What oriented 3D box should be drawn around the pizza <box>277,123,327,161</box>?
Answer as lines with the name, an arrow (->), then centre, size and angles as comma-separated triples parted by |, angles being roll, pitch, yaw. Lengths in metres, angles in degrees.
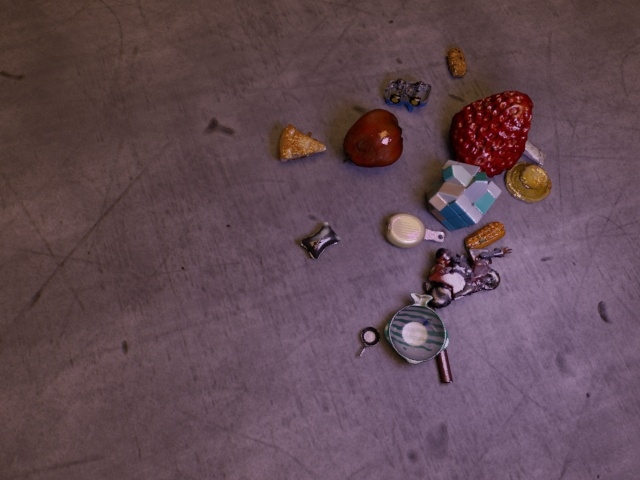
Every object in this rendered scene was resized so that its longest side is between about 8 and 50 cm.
pizza -> -0.071, -0.373, 1.831 | 0.194, 0.069, 0.154 | 8, 72, -9

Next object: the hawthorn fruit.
hawthorn fruit -> 0.190, -0.377, 1.780 | 0.261, 0.224, 0.224 | -26, 76, 1

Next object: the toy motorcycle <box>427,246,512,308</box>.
toy motorcycle -> 0.557, 0.099, 1.693 | 0.401, 0.134, 0.207 | -17, 80, -8

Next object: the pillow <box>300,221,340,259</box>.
pillow -> 0.000, 0.001, 1.723 | 0.136, 0.055, 0.091 | -38, 59, -17

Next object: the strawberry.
strawberry -> 0.655, -0.424, 1.754 | 0.296, 0.345, 0.317 | 27, 73, 3

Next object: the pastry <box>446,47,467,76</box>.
pastry -> 0.594, -0.780, 2.015 | 0.080, 0.056, 0.140 | -7, 70, -18

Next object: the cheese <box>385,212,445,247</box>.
cheese -> 0.362, -0.030, 1.753 | 0.228, 0.064, 0.137 | 10, 75, 0

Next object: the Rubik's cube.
Rubik's cube -> 0.510, -0.173, 1.714 | 0.213, 0.265, 0.224 | 45, 71, -7

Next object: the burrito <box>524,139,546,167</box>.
burrito -> 0.849, -0.385, 1.906 | 0.203, 0.064, 0.064 | 40, 74, 6

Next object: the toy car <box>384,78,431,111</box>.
toy car -> 0.364, -0.601, 1.926 | 0.191, 0.100, 0.097 | 13, 71, 21

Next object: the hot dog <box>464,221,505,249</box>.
hot dog -> 0.637, -0.017, 1.774 | 0.188, 0.055, 0.072 | -28, 75, -11

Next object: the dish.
dish -> 0.338, 0.314, 1.627 | 0.224, 0.078, 0.245 | 9, 74, 7

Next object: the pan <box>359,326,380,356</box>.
pan -> 0.165, 0.361, 1.633 | 0.069, 0.023, 0.115 | 32, 70, 5

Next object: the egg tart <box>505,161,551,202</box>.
egg tart -> 0.845, -0.242, 1.854 | 0.191, 0.074, 0.191 | 2, 70, -6

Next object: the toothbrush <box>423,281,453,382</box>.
toothbrush -> 0.418, 0.325, 1.657 | 0.041, 0.041, 0.363 | -6, 72, -6
